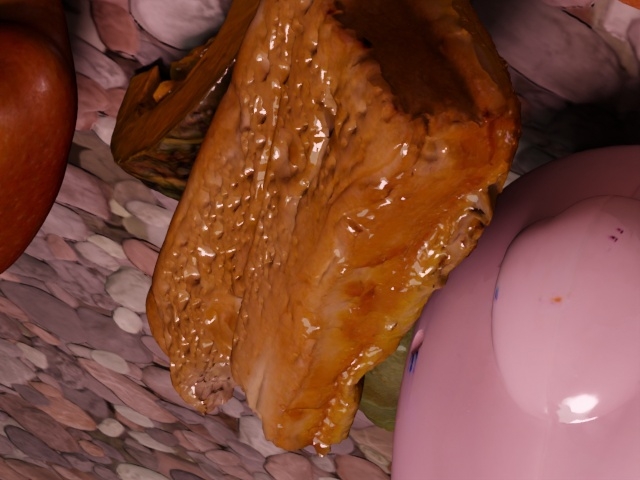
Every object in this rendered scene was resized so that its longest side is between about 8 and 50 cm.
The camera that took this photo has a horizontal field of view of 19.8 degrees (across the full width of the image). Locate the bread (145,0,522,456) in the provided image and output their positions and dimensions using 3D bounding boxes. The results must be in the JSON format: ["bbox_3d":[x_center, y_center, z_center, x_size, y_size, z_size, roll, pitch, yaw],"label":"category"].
[{"bbox_3d":[0.000,0.000,1.073,0.185,0.109,0.380,60,146,25],"label":"bread"}]

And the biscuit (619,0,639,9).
[{"bbox_3d":[0.183,-0.158,0.953,0.102,0.019,0.130,7,146,33],"label":"biscuit"}]

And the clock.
[{"bbox_3d":[0.179,0.142,1.076,0.250,0.377,0.368,10,157,35],"label":"clock"}]

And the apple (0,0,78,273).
[{"bbox_3d":[-0.308,-0.092,1.227,0.288,0.288,0.317,33,139,-11],"label":"apple"}]

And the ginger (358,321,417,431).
[{"bbox_3d":[0.091,0.085,1.380,0.137,0.089,0.290,19,154,-26],"label":"ginger"}]

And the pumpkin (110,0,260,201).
[{"bbox_3d":[-0.035,-0.063,1.216,0.163,0.111,0.278,31,152,-17],"label":"pumpkin"}]
